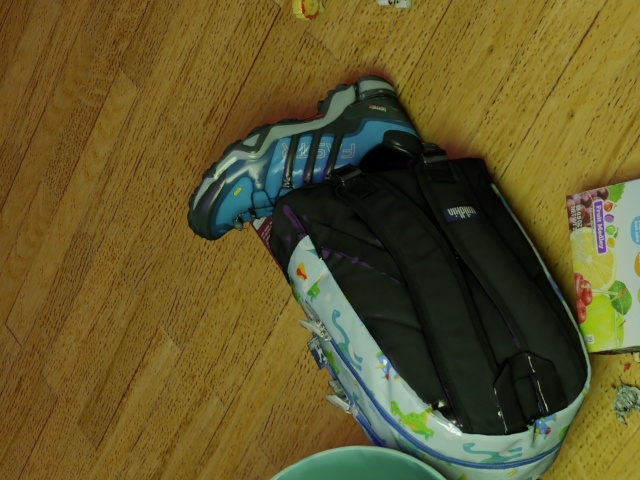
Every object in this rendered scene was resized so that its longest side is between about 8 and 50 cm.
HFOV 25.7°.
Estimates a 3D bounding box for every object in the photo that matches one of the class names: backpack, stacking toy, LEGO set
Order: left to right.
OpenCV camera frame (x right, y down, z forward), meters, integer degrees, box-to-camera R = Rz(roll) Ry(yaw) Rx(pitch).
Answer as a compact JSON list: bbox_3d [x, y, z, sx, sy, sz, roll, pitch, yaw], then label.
[{"bbox_3d":[0.042,-0.391,1.768,0.167,0.052,0.221,5,92,43],"label":"stacking toy"},{"bbox_3d":[0.134,0.103,1.507,0.355,0.290,0.273,48,140,42],"label":"backpack"},{"bbox_3d":[0.330,0.158,1.501,0.054,0.023,0.083,-6,85,44],"label":"LEGO set"}]

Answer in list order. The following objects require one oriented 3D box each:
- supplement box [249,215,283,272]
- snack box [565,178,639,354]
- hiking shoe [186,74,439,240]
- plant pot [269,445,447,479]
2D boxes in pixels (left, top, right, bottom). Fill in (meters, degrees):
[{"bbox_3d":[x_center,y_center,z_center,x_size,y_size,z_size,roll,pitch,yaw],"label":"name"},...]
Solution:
[{"bbox_3d":[0.000,0.000,1.780,0.104,0.081,0.188,-53,56,29],"label":"supplement box"},{"bbox_3d":[0.361,0.020,1.438,0.207,0.070,0.174,-14,76,41],"label":"snack box"},{"bbox_3d":[-0.018,-0.079,1.690,0.304,0.113,0.132,-33,64,-3],"label":"hiking shoe"},{"bbox_3d":[0.067,0.385,1.405,0.293,0.235,0.293,-13,56,21],"label":"plant pot"}]
